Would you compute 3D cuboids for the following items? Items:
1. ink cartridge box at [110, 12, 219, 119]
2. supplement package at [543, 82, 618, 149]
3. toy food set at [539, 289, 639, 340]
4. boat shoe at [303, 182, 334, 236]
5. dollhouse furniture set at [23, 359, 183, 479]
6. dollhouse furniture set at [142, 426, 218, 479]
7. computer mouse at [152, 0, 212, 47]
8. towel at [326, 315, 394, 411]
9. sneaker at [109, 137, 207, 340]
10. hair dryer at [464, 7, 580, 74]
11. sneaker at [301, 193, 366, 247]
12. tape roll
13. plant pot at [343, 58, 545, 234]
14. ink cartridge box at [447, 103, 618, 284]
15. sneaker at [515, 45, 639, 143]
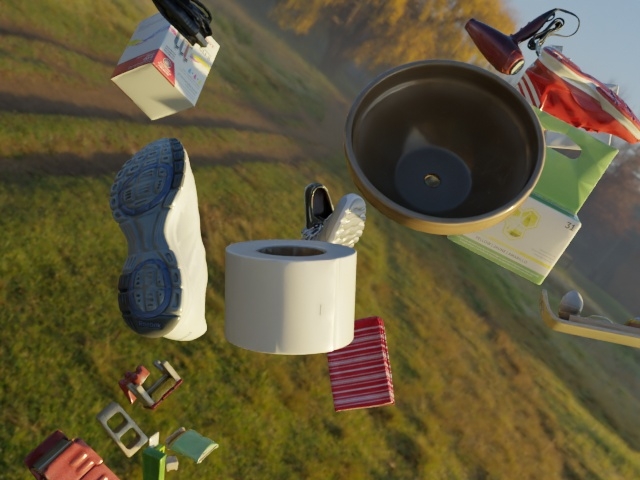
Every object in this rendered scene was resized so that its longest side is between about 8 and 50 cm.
[{"bbox_3d":[-0.310,-0.360,1.464,0.128,0.127,0.176,45,47,-40],"label":"ink cartridge box"},{"bbox_3d":[0.680,-0.348,2.007,0.175,0.178,0.293,5,12,3],"label":"supplement package"},{"bbox_3d":[0.613,0.159,1.514,0.306,0.093,0.220,10,-8,16],"label":"toy food set"},{"bbox_3d":[0.003,-0.045,2.031,0.084,0.233,0.079,-12,8,-22],"label":"boat shoe"},{"bbox_3d":[-0.496,0.462,1.736,0.201,0.374,0.152,-10,-62,56],"label":"dollhouse furniture set"},{"bbox_3d":[-0.240,0.344,1.217,0.076,0.059,0.151,15,21,23],"label":"dollhouse furniture set"},{"bbox_3d":[-0.128,-0.335,0.847,0.188,0.272,0.072,49,45,-30],"label":"computer mouse"},{"bbox_3d":[0.117,0.385,2.268,0.031,0.198,0.275,20,61,-71],"label":"towel"},{"bbox_3d":[-0.209,0.000,0.983,0.129,0.110,0.297,53,30,-62],"label":"sneaker"},{"bbox_3d":[0.521,-0.522,1.902,0.293,0.224,0.080,13,-31,6],"label":"hair dryer"},{"bbox_3d":[0.000,0.000,1.593,0.115,0.281,0.105,45,35,22],"label":"sneaker"},{"bbox_3d":[-0.057,0.098,1.350,0.246,0.169,0.246,2,9,0],"label":"tape roll"},{"bbox_3d":[0.147,-0.098,0.901,0.237,0.237,0.110,41,-20,19],"label":"plant pot"},{"bbox_3d":[0.326,-0.070,1.124,0.171,0.235,0.056,27,25,-1],"label":"ink cartridge box"},{"bbox_3d":[0.404,-0.201,1.169,0.221,0.128,0.087,37,30,-6],"label":"sneaker"}]
